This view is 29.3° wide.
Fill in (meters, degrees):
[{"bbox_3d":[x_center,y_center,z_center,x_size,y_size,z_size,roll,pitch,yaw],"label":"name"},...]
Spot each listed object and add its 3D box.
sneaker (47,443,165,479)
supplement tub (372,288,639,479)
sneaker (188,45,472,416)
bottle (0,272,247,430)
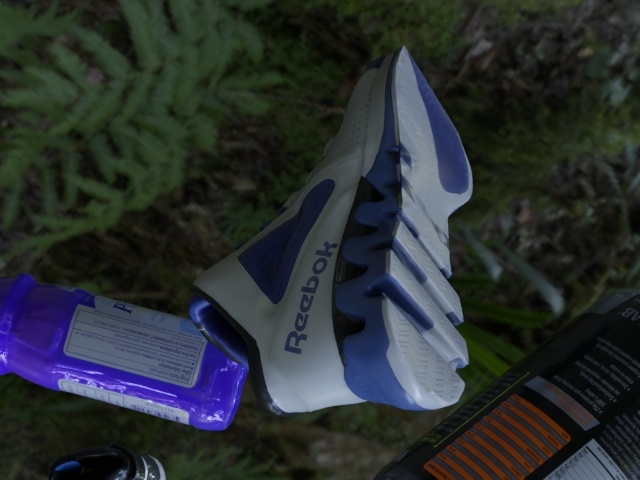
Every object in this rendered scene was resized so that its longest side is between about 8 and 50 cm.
[{"bbox_3d":[-0.281,0.279,1.296,0.217,0.079,0.121,-33,152,2],"label":"sneaker"},{"bbox_3d":[0.179,0.208,0.962,0.338,0.207,0.207,-35,152,-16],"label":"supplement tub"},{"bbox_3d":[0.000,0.001,0.861,0.127,0.182,0.315,54,30,-34],"label":"sneaker"},{"bbox_3d":[-0.204,0.091,1.076,0.118,0.283,0.092,88,16,-84],"label":"bottle"}]
